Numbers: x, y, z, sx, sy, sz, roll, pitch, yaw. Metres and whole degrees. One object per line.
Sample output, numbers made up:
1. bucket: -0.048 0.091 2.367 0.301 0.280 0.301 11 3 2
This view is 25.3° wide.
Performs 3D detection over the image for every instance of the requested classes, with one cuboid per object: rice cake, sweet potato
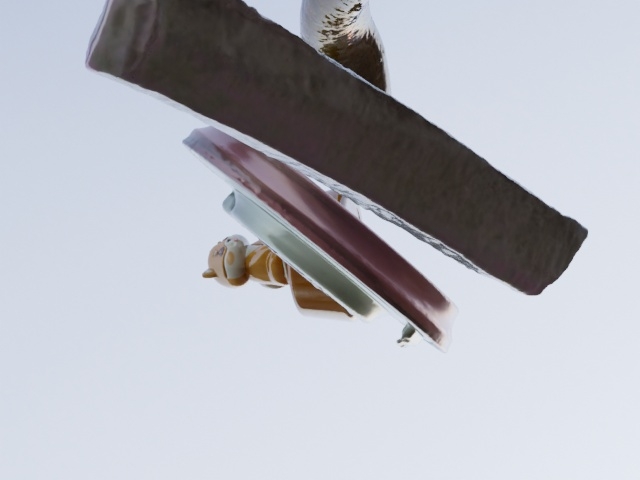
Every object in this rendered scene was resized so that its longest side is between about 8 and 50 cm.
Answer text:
1. rice cake: 0.020 -0.058 0.823 0.365 0.056 0.073 26 -91 -37
2. sweet potato: 0.030 -0.192 1.372 0.079 0.108 0.346 -36 -30 -17

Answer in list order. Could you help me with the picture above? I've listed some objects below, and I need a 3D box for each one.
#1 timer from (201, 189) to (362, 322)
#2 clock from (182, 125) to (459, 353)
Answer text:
1. timer: -0.039 0.018 1.390 0.152 0.132 0.132 -4 -55 11
2. clock: -0.001 0.001 1.032 0.056 0.244 0.244 -50 -51 -1
